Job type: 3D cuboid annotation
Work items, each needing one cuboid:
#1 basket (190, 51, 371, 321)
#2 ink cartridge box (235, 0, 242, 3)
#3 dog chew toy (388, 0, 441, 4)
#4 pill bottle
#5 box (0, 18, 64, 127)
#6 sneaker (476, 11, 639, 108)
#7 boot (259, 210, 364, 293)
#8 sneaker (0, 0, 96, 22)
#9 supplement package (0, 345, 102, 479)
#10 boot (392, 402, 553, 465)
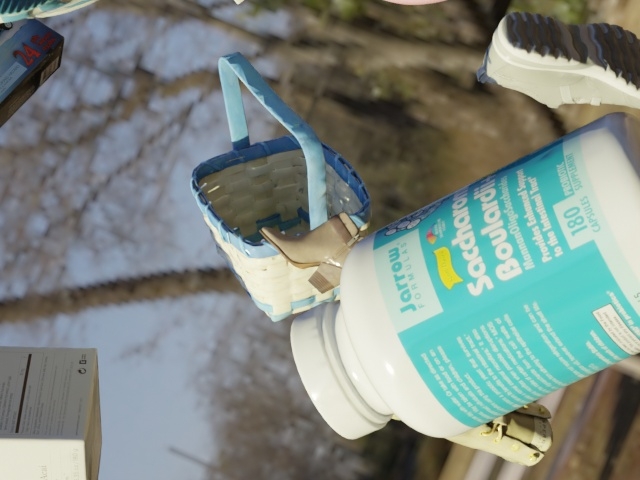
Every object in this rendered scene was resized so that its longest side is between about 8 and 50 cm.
[{"bbox_3d":[-0.054,-0.070,2.425,0.201,0.255,0.289,-22,-48,-15],"label":"basket"},{"bbox_3d":[-0.147,-0.406,2.492,0.061,0.104,0.181,-38,-47,1],"label":"ink cartridge box"},{"bbox_3d":[0.077,-0.396,1.811,0.206,0.206,0.332,-58,-41,-53],"label":"dog chew toy"},{"bbox_3d":[0.115,0.035,1.239,0.264,0.146,0.146,-28,6,18],"label":"pill bottle"},{"bbox_3d":[-0.345,-0.128,1.591,0.233,0.159,0.044,-52,-9,-34],"label":"box"},{"bbox_3d":[0.338,-0.228,2.558,0.115,0.281,0.105,-49,34,48],"label":"sneaker"},{"bbox_3d":[0.000,0.000,2.192,0.087,0.118,0.042,-47,-6,3],"label":"boot"},{"bbox_3d":[-0.222,-0.197,1.420,0.228,0.087,0.092,-17,-9,-39],"label":"sneaker"},{"bbox_3d":[-0.425,0.249,2.373,0.175,0.293,0.177,-90,1,-51],"label":"supplement package"},{"bbox_3d":[0.209,0.217,2.404,0.262,0.203,0.095,-20,51,69],"label":"boot"}]
